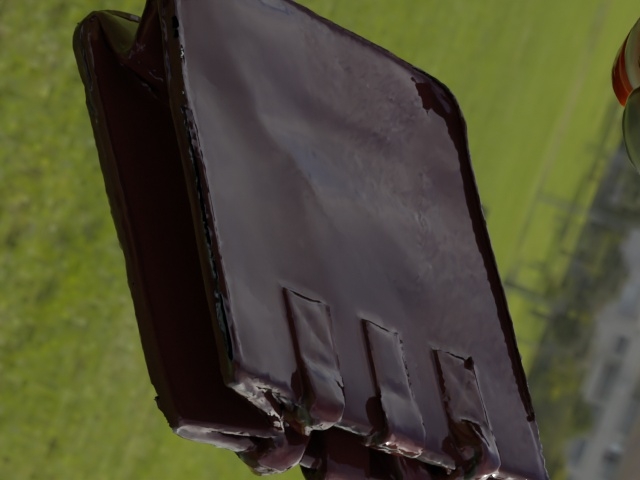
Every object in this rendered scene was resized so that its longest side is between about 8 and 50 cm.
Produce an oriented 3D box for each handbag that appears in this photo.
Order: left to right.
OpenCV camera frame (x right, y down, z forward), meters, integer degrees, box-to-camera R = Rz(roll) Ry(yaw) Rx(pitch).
[{"bbox_3d":[-0.001,0.000,1.025,0.260,0.084,0.276,23,44,-47],"label":"handbag"}]

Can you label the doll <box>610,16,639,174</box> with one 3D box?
[{"bbox_3d":[0.139,-0.086,0.433,0.200,0.105,0.336,-47,180,16],"label":"doll"}]
